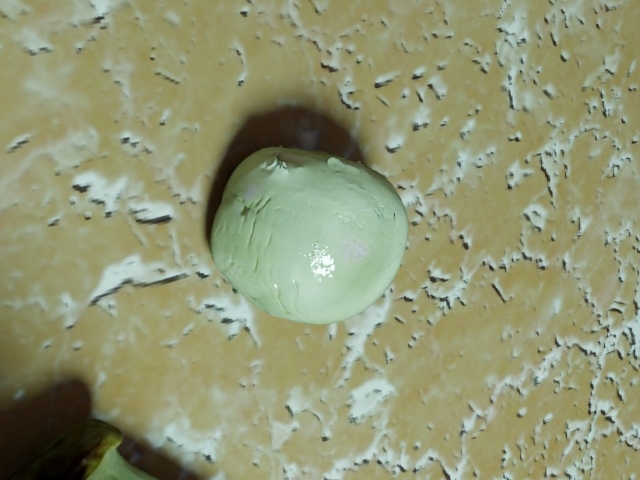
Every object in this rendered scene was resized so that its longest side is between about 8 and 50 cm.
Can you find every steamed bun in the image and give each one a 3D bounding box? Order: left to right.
[{"bbox_3d":[0.000,0.000,0.757,0.130,0.091,0.112,17,94,-37],"label":"steamed bun"}]

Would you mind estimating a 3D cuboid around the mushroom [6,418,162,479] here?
[{"bbox_3d":[-0.082,0.223,0.765,0.100,0.081,0.312,-42,125,3],"label":"mushroom"}]
